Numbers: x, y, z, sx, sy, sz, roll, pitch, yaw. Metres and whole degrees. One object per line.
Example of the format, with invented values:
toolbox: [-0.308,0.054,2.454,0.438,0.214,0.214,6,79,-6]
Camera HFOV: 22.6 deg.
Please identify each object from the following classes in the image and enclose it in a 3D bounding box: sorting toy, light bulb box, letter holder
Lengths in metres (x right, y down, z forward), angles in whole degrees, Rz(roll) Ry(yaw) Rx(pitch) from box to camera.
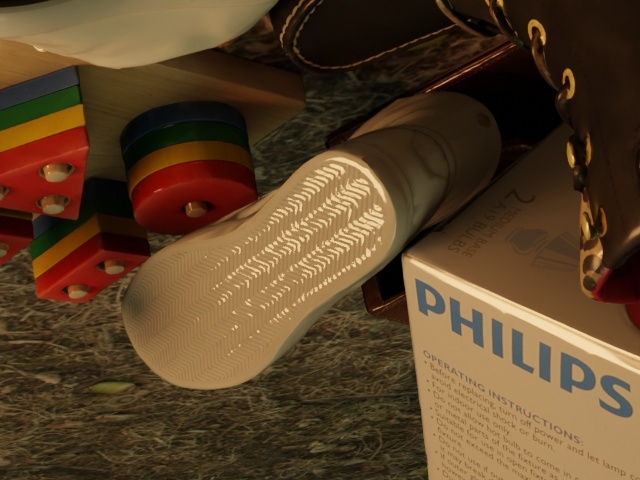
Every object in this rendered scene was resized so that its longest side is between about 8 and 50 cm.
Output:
sorting toy: [-0.178,-0.043,1.111,0.257,0.089,0.255,10,149,-42]
light bulb box: [0.260,0.086,1.089,0.358,0.225,0.361,-39,138,-32]
letter holder: [0.191,-0.025,1.256,0.214,0.152,0.302,-28,152,31]

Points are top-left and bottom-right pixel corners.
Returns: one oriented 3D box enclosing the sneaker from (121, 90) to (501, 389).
sneaker: [0.000,0.000,1.075,0.292,0.108,0.169,-30,-179,44]

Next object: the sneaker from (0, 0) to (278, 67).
sneaker: [-0.157,-0.134,0.880,0.290,0.106,0.123,-1,154,-26]

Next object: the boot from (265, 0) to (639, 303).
boot: [0.131,-0.104,0.857,0.377,0.284,0.138,-25,154,33]
